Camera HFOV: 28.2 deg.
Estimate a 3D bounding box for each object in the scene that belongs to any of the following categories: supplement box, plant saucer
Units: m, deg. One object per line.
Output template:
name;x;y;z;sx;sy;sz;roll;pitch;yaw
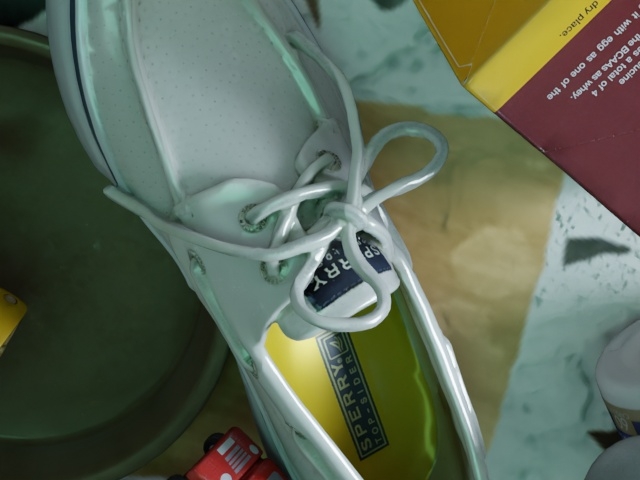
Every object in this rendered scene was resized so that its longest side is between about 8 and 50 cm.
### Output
supplement box;0.174;-0.107;0.547;0.194;0.129;0.191;35;111;-29
plant saucer;-0.180;0.015;0.709;0.277;0.041;0.278;2;109;6

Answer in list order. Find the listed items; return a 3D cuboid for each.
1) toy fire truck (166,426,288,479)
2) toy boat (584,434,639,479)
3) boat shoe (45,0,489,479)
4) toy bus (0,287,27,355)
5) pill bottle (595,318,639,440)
toy fire truck;-0.056;0.199;0.700;0.135;0.047;0.192;44;129;2
toy boat;0.118;0.237;0.661;0.267;0.148;0.318;10;136;-19
boat shoe;-0.007;0.005;0.602;0.135;0.156;0.367;-28;109;-21
toy bus;-0.257;0.036;0.647;0.202;0.104;0.191;-11;109;9
pill bottle;0.219;0.123;0.672;0.094;0.094;0.169;-24;105;14
